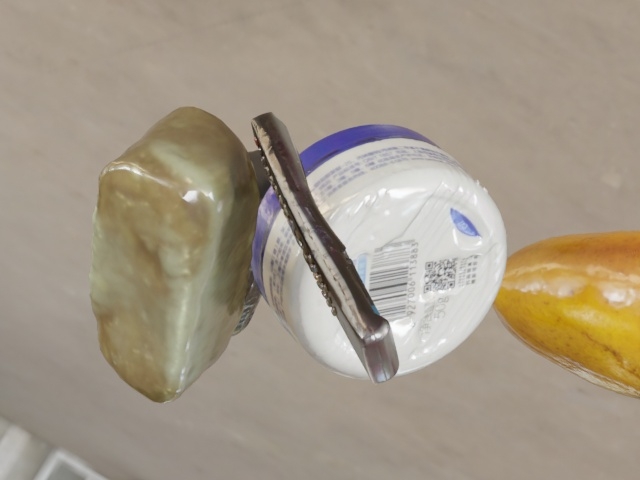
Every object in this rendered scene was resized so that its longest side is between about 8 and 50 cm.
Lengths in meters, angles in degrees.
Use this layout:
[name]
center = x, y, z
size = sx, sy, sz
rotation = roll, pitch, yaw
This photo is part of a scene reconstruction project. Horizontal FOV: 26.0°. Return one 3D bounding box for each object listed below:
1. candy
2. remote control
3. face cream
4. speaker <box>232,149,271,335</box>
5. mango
[candy]
center = -0.112, 0.015, 1.054
size = 0.102, 0.104, 0.234
rotation = 28, 135, 13
[remote control]
center = 0.000, 0.000, 0.888
size = 0.059, 0.028, 0.212
rotation = 68, 177, -51
[face cream]
center = 0.052, 0.014, 1.174
size = 0.206, 0.206, 0.111
rotation = 44, -179, -37
[speaker]
center = -0.124, 0.041, 1.775
size = 0.184, 0.180, 0.388
rotation = 64, 151, 24
[mango]
center = 0.340, 0.073, 1.394
size = 0.350, 0.201, 0.199
rotation = 16, 129, 10
